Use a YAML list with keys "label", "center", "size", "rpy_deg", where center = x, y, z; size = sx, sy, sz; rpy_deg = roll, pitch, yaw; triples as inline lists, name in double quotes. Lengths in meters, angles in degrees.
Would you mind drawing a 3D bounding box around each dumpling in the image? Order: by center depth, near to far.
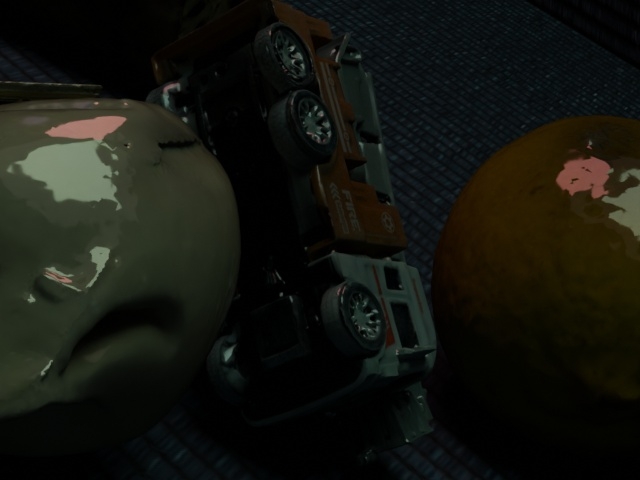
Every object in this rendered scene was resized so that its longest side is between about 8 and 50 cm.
- label: "dumpling"
  center: [-0.202, -0.010, 1.100]
  size: [0.315, 0.233, 0.395]
  rpy_deg: [24, 23, 9]

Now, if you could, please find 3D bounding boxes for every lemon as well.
- label: "lemon"
  center: [0.232, 0.040, 1.499]
  size: [0.297, 0.297, 0.297]
  rpy_deg: [21, 20, -8]

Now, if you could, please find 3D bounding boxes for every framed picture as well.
- label: "framed picture"
  center: [-0.338, -0.115, 1.412]
  size: [0.231, 0.018, 0.293]
  rpy_deg: [-1, 3, -33]

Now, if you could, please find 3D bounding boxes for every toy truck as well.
- label: "toy truck"
  center: [0.000, 0.000, 1.327]
  size: [0.184, 0.133, 0.338]
  rpy_deg: [6, 64, -53]

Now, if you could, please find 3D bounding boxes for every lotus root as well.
- label: "lotus root"
  center: [-0.250, -0.329, 1.954]
  size: [0.346, 0.250, 0.250]
  rpy_deg: [31, 21, 8]

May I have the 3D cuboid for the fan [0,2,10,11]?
- label: "fan"
  center: [-0.393, -0.283, 2.011]
  size: [0.131, 0.009, 0.240]
  rpy_deg: [32, 21, 23]
